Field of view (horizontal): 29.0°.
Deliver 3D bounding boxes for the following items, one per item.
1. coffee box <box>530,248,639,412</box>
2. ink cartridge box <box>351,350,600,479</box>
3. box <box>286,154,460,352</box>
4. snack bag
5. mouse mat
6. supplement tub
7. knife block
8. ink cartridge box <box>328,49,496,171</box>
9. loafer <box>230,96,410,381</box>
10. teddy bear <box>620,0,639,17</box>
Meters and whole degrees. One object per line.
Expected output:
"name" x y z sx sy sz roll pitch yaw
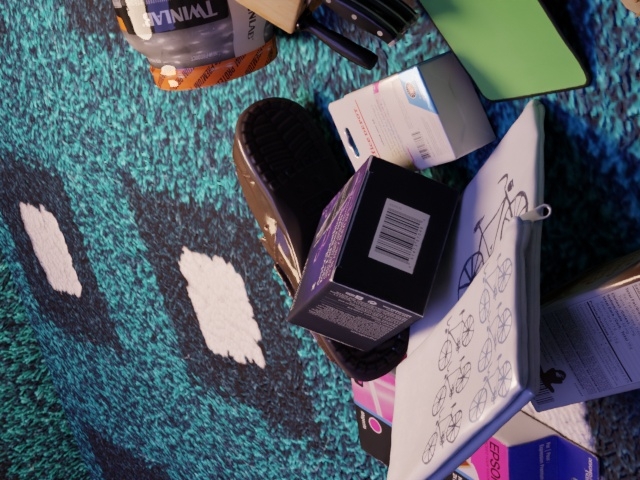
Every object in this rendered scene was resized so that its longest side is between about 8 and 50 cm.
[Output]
"coffee box" 0.288 0.066 1.103 0.098 0.141 0.246 61 149 1
"ink cartridge box" 0.180 0.258 1.510 0.371 0.069 0.176 26 134 43
"box" 0.054 0.021 1.359 0.108 0.153 0.207 21 159 -9
"snack bag" 0.139 0.065 1.214 0.037 0.342 0.323 16 145 -10
"mouse mat" 0.157 -0.210 1.158 0.190 0.007 0.152 52 154 -21
"supplement tub" -0.158 -0.344 1.408 0.193 0.193 0.316 15 127 52
"knife block" -0.040 -0.272 1.236 0.088 0.275 0.242 113 147 -53
"ink cartridge box" 0.093 -0.129 1.323 0.181 0.061 0.104 -13 103 59
"loafer" 0.000 0.000 1.532 0.366 0.134 0.130 67 161 2
"teddy bear" 0.326 -0.212 0.874 0.245 0.113 0.338 57 158 24
